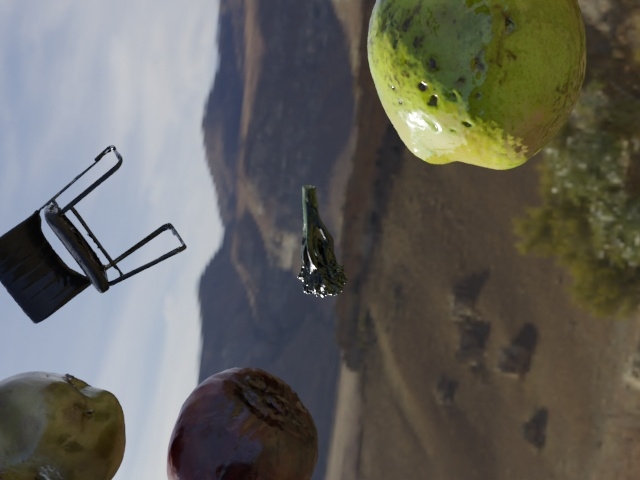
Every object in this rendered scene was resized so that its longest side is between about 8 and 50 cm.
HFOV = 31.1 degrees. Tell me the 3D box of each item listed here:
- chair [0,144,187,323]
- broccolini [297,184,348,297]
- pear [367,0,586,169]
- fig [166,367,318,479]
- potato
[{"bbox_3d":[-0.300,0.006,1.414,0.140,0.221,0.145,56,175,-17],"label":"chair"},{"bbox_3d":[-0.015,0.007,1.843,0.068,0.091,0.203,-39,-52,-29],"label":"broccolini"},{"bbox_3d":[0.267,-0.294,1.920,0.391,0.391,0.391,-173,90,-87],"label":"pear"},{"bbox_3d":[-0.122,0.327,1.746,0.263,0.224,0.224,-64,1,-8],"label":"fig"},{"bbox_3d":[-0.469,0.313,1.754,0.218,0.350,0.203,64,-171,-61],"label":"potato"}]
